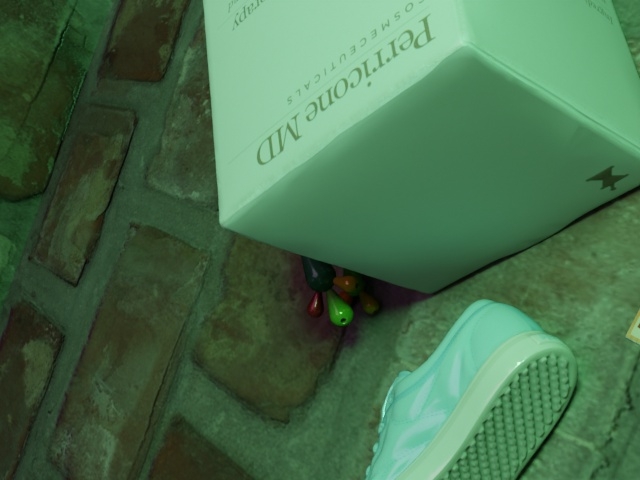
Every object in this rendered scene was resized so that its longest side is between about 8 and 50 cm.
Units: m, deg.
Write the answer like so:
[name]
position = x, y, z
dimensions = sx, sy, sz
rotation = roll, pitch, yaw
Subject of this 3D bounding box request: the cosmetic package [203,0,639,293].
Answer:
[cosmetic package]
position = 0.101, -0.207, 0.980
dimensions = 0.329, 0.327, 0.393
rotation = -33, 52, 37

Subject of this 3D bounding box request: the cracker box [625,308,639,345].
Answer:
[cracker box]
position = 0.364, 0.106, 0.665
dimensions = 0.232, 0.156, 0.067
rotation = 31, 98, 51

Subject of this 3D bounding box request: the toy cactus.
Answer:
[toy cactus]
position = 0.000, 0.000, 1.141
dimensions = 0.112, 0.180, 0.219
rotation = 144, 140, -62

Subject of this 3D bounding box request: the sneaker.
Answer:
[sneaker]
position = 0.111, 0.221, 0.954
dimensions = 0.366, 0.135, 0.150
rotation = -51, 33, 9
